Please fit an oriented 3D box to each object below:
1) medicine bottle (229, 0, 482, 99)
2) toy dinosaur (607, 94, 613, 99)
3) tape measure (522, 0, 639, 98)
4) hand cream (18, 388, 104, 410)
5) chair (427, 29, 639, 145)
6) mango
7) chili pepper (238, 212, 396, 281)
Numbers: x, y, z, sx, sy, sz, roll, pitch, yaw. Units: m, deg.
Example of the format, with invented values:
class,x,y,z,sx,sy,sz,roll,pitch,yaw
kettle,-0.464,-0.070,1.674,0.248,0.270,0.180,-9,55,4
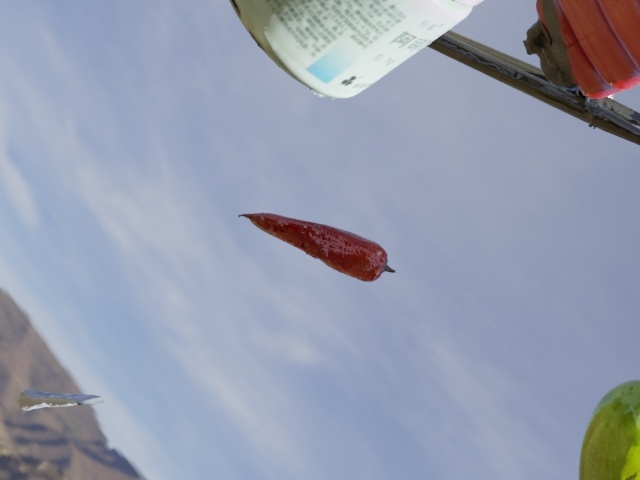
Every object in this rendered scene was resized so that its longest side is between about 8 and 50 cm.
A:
class,x,y,z,sx,sy,sz,roll,pitch,yaw
medicine bottle,0.039,-0.181,0.639,0.168,0.135,0.135,-34,-86,30
toy dinosaur,0.407,-0.239,1.460,0.032,0.108,0.220,37,-22,26
tape measure,0.306,-0.219,0.805,0.114,0.260,0.253,59,-5,-3
hand cream,-0.229,0.137,0.909,0.093,0.030,0.019,-8,-96,35
chair,0.242,-0.334,1.253,0.410,0.362,0.365,15,-76,12
mango,0.410,0.323,1.338,0.143,0.175,0.293,9,-65,60
chili pepper,0.000,0.000,1.095,0.178,0.045,0.027,23,-12,-6
